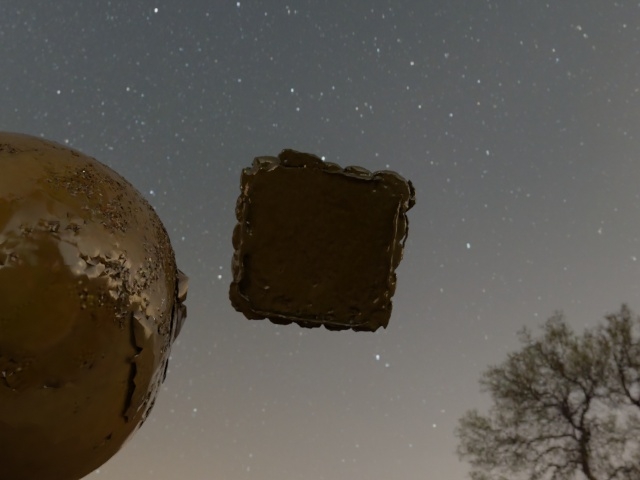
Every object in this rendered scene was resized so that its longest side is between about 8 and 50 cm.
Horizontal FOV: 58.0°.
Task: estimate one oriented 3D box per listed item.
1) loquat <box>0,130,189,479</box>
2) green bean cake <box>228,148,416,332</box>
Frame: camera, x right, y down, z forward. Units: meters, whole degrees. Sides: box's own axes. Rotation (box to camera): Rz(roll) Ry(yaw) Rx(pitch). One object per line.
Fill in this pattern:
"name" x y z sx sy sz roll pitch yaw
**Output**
"loquat" -0.202 0.043 0.369 0.235 0.235 0.235 -1 -34 -1
"green bean cake" 0.000 0.000 0.778 0.229 0.224 0.131 8 4 -4
